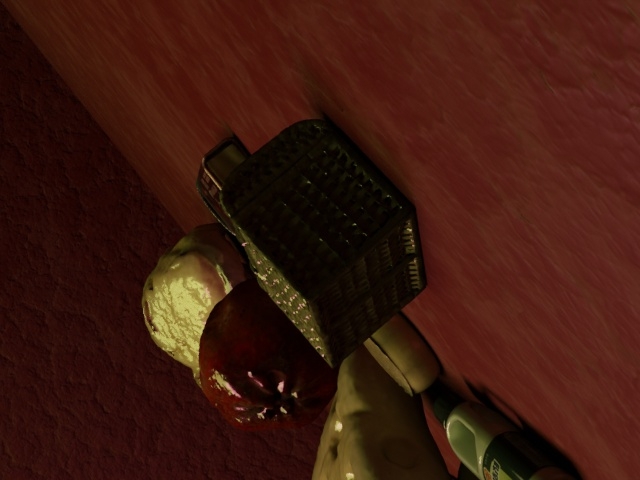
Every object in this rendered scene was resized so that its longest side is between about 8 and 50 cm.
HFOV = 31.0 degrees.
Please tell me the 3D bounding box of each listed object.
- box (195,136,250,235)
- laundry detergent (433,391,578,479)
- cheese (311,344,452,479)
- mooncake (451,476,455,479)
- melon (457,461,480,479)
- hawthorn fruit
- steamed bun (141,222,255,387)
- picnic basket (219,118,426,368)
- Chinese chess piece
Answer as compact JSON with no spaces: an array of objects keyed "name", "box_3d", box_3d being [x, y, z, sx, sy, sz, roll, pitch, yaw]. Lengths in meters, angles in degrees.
[{"name":"box","box_3d":[-0.122,-0.073,1.650,0.120,0.069,0.224,52,170,-3]},{"name":"laundry detergent","box_3d":[0.193,0.230,1.245,0.099,0.070,0.225,48,176,-35]},{"name":"cheese","box_3d":[0.075,0.361,1.520,0.351,0.129,0.329,-105,22,-55]},{"name":"mooncake","box_3d":[0.237,0.482,2.043,0.125,0.073,0.130,50,173,-3]},{"name":"melon","box_3d":[0.233,0.340,1.370,0.209,0.118,0.064,33,-179,28]},{"name":"hawthorn fruit","box_3d":[-0.093,0.161,1.885,0.254,0.254,0.300,59,-178,-42]},{"name":"steamed bun","box_3d":[-0.211,0.151,2.501,0.324,0.230,0.372,-26,102,42]},{"name":"picnic basket","box_3d":[0.000,0.000,1.094,0.154,0.134,0.196,45,170,22]},{"name":"Chinese chess piece","box_3d":[0.095,0.133,1.420,0.122,0.051,0.122,49,172,9]}]
